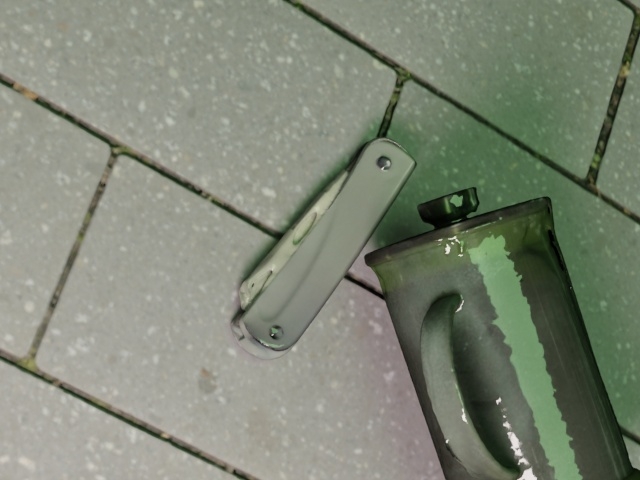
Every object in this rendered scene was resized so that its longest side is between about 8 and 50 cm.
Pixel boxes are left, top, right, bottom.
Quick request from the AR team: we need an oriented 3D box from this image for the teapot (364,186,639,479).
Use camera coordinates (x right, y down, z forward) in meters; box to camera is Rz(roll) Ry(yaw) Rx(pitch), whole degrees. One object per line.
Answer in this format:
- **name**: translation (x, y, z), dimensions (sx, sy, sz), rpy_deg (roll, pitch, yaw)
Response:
- **teapot**: translation (0.157, 0.120, 1.738), dimensions (0.270, 0.200, 0.337), rpy_deg (-14, 85, -64)

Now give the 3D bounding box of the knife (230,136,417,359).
- **knife**: translation (0.003, 0.002, 1.771), dimensions (0.073, 0.040, 0.265), rpy_deg (41, 61, -6)
